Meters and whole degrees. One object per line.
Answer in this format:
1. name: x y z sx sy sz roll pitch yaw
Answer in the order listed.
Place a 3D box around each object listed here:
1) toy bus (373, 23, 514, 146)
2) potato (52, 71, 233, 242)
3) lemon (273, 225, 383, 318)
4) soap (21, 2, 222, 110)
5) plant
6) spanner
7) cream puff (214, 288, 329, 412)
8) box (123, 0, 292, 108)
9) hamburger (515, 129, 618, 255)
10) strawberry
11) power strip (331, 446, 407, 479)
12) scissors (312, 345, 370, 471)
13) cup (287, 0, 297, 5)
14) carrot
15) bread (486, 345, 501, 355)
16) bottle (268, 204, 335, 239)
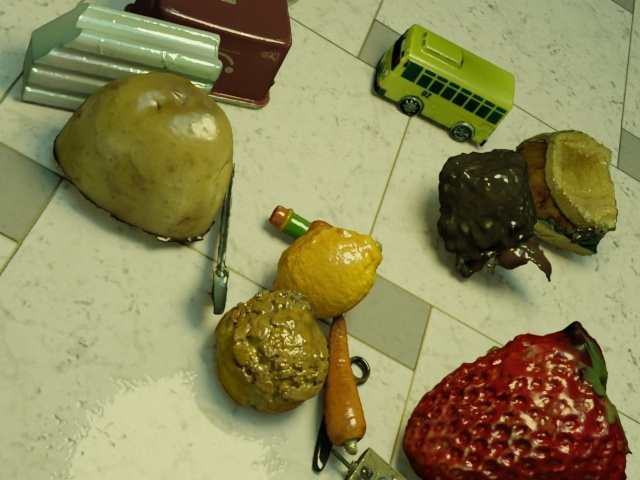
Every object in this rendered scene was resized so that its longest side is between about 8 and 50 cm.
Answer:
1. toy bus: 0.253 -0.319 1.979 0.262 0.150 0.128 25 47 -13
2. potato: -0.252 -0.148 1.513 0.285 0.242 0.242 42 47 6
3. lemon: 0.015 0.048 1.557 0.142 0.187 0.142 62 10 -19
4. soap: -0.322 -0.283 1.592 0.289 0.173 0.095 9 52 -25
5. plant: 0.305 -0.046 1.780 0.178 0.204 0.234 -62 142 -59
6. spanner: -0.154 -0.008 1.561 0.026 0.093 0.325 4 47 -5
7. cream puff: -0.065 0.158 1.455 0.189 0.129 0.189 17 52 -23
8. box: -0.195 -0.375 1.742 0.294 0.167 0.193 10 51 -25
9. hamburger: 0.482 -0.111 1.975 0.211 0.132 0.309 25 48 -13
10. strawberry: 0.316 0.297 1.520 0.292 0.310 0.292 47 25 -30
11. power strip: 0.116 0.399 1.448 0.268 0.034 0.092 41 47 2
12. scissors: 0.021 0.259 1.508 0.088 0.017 0.220 28 48 -11
13. cup: -0.040 -0.639 1.953 0.356 0.274 0.259 13 52 -22
14. carrot: 0.030 0.209 1.503 0.061 0.061 0.257 13 48 -23
15. bread: 0.333 0.237 1.697 0.094 0.035 0.090 22 48 -16
16. bottle: 0.000 0.000 1.649 0.187 0.069 0.069 30 47 -10
